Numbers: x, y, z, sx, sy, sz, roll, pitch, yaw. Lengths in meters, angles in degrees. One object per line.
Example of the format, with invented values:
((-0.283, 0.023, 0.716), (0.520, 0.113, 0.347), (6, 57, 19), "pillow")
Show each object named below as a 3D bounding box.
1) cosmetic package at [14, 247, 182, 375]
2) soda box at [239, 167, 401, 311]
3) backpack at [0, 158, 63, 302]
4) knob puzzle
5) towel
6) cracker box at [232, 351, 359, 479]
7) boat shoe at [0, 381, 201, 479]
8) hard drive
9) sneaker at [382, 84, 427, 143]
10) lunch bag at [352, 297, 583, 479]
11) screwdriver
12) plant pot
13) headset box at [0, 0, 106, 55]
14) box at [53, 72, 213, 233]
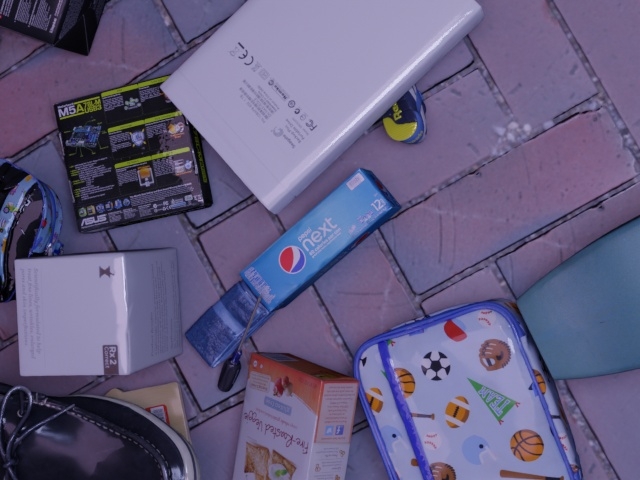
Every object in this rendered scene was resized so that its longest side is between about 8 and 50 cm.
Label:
((-0.283, 0.090, 1.425), (0.151, 0.184, 0.151), (-3, 90, 14), "cosmetic package")
((0.000, 0.000, 1.410), (0.210, 0.071, 0.067), (-40, 82, 12), "soda box")
((-0.420, -0.018, 1.484), (0.158, 0.117, 0.173), (25, 97, 23), "backpack")
((-0.258, 0.296, 1.503), (0.213, 0.030, 0.213), (-1, 88, 20), "knob puzzle")
((-0.122, 0.110, 1.466), (0.119, 0.029, 0.067), (-43, 81, 12), "towel")
((-0.038, 0.271, 1.390), (0.156, 0.067, 0.232), (12, 96, 51), "cracker box")
((-0.398, 0.277, 1.457), (0.500, 0.156, 0.186), (14, 92, 18), "boat shoe")
((-0.003, -0.235, 1.377), (0.353, 0.047, 0.233), (-44, 70, 5), "hard drive")
((0.100, -0.184, 1.394), (0.053, 0.059, 0.144), (-20, 67, 27), "sneaker")
((0.178, 0.235, 1.354), (0.243, 0.115, 0.303), (-20, 86, 16), "lunch bag")
((-0.100, 0.134, 1.434), (0.024, 0.025, 0.170), (58, 131, 42), "screwdriver")
((0.362, 0.063, 1.283), (0.234, 0.166, 0.165), (-27, 85, 21), "plant pot")
((-0.428, -0.402, 1.485), (0.293, 0.110, 0.218), (20, 96, 12), "headset box")
((-0.253, -0.116, 1.485), (0.191, 0.045, 0.184), (-13, 86, 15), "box")
